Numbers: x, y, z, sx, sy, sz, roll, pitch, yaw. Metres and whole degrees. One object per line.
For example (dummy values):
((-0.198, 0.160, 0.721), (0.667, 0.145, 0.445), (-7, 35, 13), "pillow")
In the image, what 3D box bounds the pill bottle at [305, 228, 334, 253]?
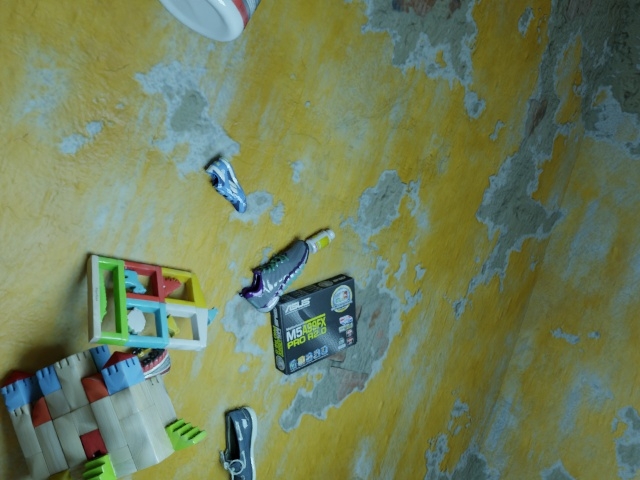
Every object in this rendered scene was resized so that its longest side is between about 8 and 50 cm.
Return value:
((0.000, 0.000, 1.491), (0.083, 0.043, 0.043), (-32, 119, -29), "pill bottle")

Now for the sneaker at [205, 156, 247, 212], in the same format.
((-0.225, -0.124, 1.269), (0.059, 0.053, 0.144), (-37, 113, -28), "sneaker")

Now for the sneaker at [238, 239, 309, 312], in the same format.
((-0.117, 0.079, 1.390), (0.098, 0.083, 0.223), (41, 75, -33), "sneaker")

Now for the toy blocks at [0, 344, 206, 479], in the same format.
((-0.445, 0.329, 1.029), (0.261, 0.381, 0.191), (67, 16, 6), "toy blocks")

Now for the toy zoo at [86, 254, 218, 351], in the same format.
((-0.355, 0.142, 1.158), (0.293, 0.030, 0.192), (15, 47, -41), "toy zoo")

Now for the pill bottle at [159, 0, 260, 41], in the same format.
((-0.172, -0.615, 1.084), (0.210, 0.210, 0.363), (36, 77, -39), "pill bottle")

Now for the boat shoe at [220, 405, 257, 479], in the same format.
((-0.220, 0.573, 1.416), (0.079, 0.095, 0.254), (-1, 100, -41), "boat shoe")

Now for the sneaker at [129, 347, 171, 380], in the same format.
((-0.432, 0.322, 1.183), (0.225, 0.088, 0.093), (-31, 134, -21), "sneaker")

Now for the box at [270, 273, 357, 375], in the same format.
((-0.014, 0.237, 1.527), (0.270, 0.060, 0.216), (-16, 111, -36), "box")
